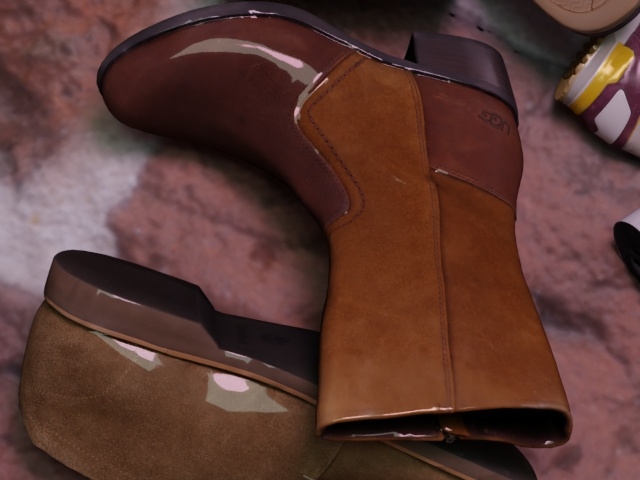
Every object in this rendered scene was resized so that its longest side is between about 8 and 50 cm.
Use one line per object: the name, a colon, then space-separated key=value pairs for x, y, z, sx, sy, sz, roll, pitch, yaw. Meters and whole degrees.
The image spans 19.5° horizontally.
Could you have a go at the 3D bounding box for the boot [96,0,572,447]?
boot: x=0.000 y=0.000 z=1.078 sx=0.264 sy=0.096 sz=0.280 roll=8 pitch=52 yaw=-15

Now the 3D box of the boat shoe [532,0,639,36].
boat shoe: x=0.139 y=-0.245 z=1.194 sx=0.103 sy=0.092 sz=0.285 roll=-33 pitch=65 yaw=13

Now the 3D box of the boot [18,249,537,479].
boot: x=-0.027 y=0.111 z=1.082 sx=0.305 sy=0.112 sz=0.115 roll=20 pitch=101 yaw=-2

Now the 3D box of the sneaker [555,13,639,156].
sneaker: x=0.233 y=-0.139 z=1.185 sx=0.084 sy=0.069 sz=0.185 roll=39 pitch=90 yaw=-4

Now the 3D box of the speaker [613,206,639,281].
speaker: x=0.250 y=-0.022 z=1.157 sx=0.136 sy=0.055 sz=0.055 roll=-32 pitch=76 yaw=-14
